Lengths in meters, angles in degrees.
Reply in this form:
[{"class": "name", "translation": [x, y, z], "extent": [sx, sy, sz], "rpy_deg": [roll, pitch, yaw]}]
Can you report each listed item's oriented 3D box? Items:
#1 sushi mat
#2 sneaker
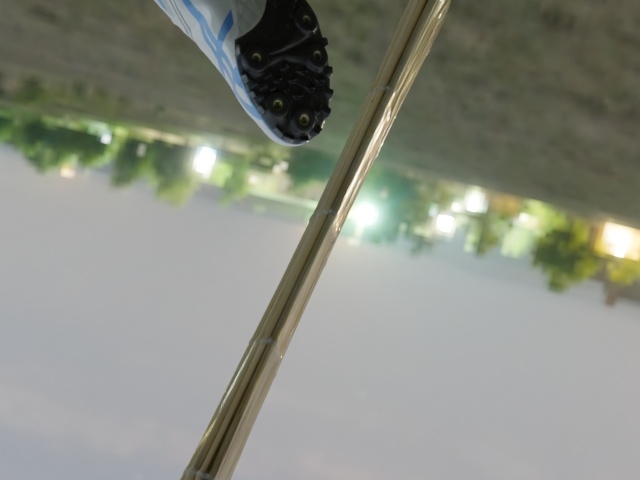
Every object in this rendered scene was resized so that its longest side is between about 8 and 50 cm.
[{"class": "sushi mat", "translation": [0.000, 0.000, 0.840], "extent": [0.019, 0.316, 0.151], "rpy_deg": [24, 166, 4]}, {"class": "sneaker", "translation": [-0.071, -0.169, 1.222], "extent": [0.085, 0.237, 0.086], "rpy_deg": [-29, 175, -32]}]
